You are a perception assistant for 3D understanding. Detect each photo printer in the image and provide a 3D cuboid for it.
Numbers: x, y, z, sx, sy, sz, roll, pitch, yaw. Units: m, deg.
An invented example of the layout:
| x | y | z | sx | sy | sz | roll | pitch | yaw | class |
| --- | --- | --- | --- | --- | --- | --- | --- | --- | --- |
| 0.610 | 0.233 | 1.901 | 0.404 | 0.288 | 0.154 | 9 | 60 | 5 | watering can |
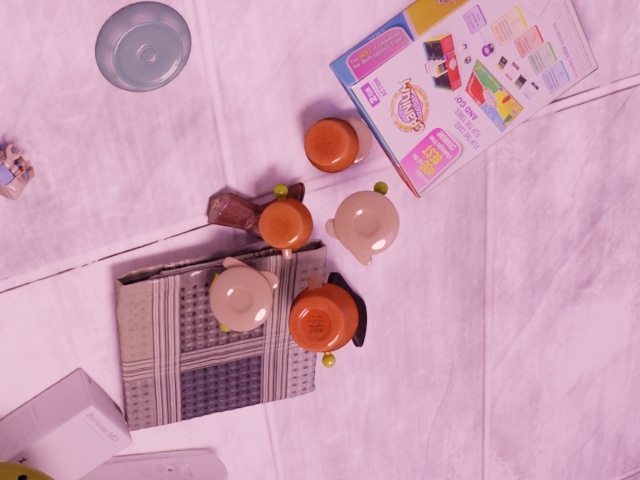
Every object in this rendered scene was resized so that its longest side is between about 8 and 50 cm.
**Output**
| x | y | z | sx | sy | sz | roll | pitch | yaw | class |
| --- | --- | --- | --- | --- | --- | --- | --- | --- | --- |
| -0.298 | 0.481 | 1.783 | 0.256 | 0.107 | 0.308 | 0 | 124 | -28 | photo printer |

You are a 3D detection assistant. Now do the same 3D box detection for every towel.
| x | y | z | sx | sy | sz | roll | pitch | yaw | class |
| --- | --- | --- | --- | --- | --- | --- | --- | --- | --- |
| -0.143 | 0.133 | 1.637 | 0.312 | 0.056 | 0.324 | -10 | 133 | -18 | towel |

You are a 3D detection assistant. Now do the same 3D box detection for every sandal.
| x | y | z | sx | sy | sz | roll | pitch | yaw | class |
| --- | --- | --- | --- | --- | --- | --- | --- | --- | --- |
| 0.032 | 0.103 | 1.701 | 0.040 | 0.067 | 0.179 | -2 | 147 | 22 | sandal |

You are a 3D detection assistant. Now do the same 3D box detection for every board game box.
| x | y | z | sx | sy | sz | roll | pitch | yaw | class |
| --- | --- | --- | --- | --- | --- | --- | --- | --- | --- |
| 0.201 | -0.235 | 1.520 | 0.316 | 0.064 | 0.242 | -36 | 133 | 1 | board game box |

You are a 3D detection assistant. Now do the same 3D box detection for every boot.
| x | y | z | sx | sy | sz | roll | pitch | yaw | class |
| --- | --- | --- | --- | --- | --- | --- | --- | --- | --- |
| -0.089 | -0.051 | 1.531 | 0.114 | 0.037 | 0.106 | 22 | 113 | -36 | boot |

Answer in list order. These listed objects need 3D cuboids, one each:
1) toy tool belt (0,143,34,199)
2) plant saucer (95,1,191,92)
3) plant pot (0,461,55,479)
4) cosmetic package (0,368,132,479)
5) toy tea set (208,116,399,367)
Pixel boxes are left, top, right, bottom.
| x | y | z | sx | sy | sz | roll | pitch | yaw | class |
| --- | --- | --- | --- | --- | --- | --- | --- | --- | --- |
| -0.375 | -0.092 | 1.345 | 0.051 | 0.052 | 0.083 | -52 | 143 | -27 | toy tool belt |
| -0.208 | -0.225 | 1.341 | 0.119 | 0.021 | 0.119 | -15 | 130 | -18 | plant saucer |
| -0.434 | 0.497 | 1.485 | 0.366 | 0.366 | 0.353 | -10 | 123 | -21 | plant pot |
| -0.399 | 0.299 | 1.605 | 0.231 | 0.085 | 0.117 | -33 | 134 | 1 | cosmetic package |
| 0.000 | 0.000 | 1.519 | 0.200 | 0.124 | 0.336 | 29 | 95 | 6 | toy tea set |
